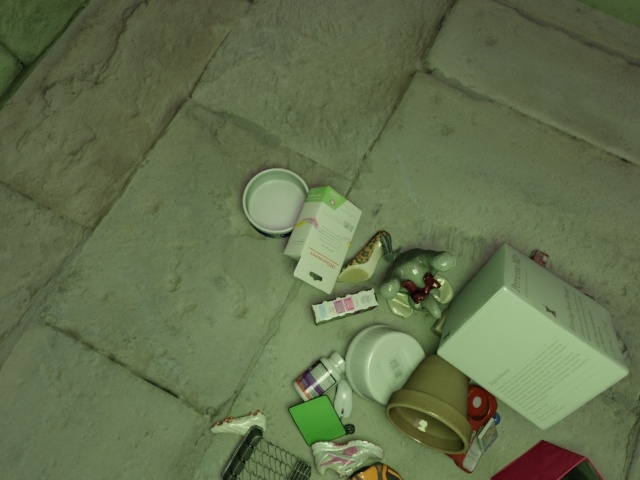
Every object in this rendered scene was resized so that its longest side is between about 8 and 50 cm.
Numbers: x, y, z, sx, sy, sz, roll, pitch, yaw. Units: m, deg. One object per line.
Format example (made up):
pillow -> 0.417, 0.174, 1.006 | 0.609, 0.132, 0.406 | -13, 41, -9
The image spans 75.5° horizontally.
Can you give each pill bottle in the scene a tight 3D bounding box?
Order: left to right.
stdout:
pill bottle -> 0.006, 0.491, 1.487 | 0.193, 0.108, 0.108 | -38, 80, -11

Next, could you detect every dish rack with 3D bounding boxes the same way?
dish rack -> -0.174, 0.793, 1.413 | 0.271, 0.074, 0.208 | 35, 79, -11

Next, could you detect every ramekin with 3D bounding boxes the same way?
ramekin -> 0.238, 0.440, 1.451 | 0.277, 0.135, 0.278 | 2, 84, -21

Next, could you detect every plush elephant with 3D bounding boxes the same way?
plush elephant -> 0.367, 0.175, 1.519 | 0.271, 0.330, 0.256 | -30, 101, 4

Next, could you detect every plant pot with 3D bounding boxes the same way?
plant pot -> 0.367, 0.499, 1.309 | 0.263, 0.263, 0.229 | 32, 54, 6

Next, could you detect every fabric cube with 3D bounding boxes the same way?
fabric cube -> 0.773, 0.858, 1.347 | 0.259, 0.258, 0.254 | -31, 80, -9

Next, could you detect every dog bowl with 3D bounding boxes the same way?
dog bowl -> -0.171, -0.145, 1.642 | 0.264, 0.104, 0.265 | 1, 76, -2

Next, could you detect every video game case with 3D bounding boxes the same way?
video game case -> 0.581, 0.680, 1.432 | 0.087, 0.122, 0.011 | -41, 37, -23

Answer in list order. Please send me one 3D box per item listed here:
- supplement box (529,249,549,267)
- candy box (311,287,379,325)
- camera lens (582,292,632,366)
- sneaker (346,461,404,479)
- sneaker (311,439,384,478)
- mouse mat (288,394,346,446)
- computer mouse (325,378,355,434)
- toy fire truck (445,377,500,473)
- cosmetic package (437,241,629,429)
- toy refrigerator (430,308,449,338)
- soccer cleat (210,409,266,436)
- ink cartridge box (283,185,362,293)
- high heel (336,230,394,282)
supplement box -> 0.865, 0.087, 1.653 | 0.054, 0.043, 0.083 | 28, 77, 5
candy box -> 0.085, 0.247, 1.525 | 0.233, 0.159, 0.071 | -16, 76, -6
camera lens -> 0.940, 0.346, 1.500 | 0.219, 0.219, 0.274 | -28, 79, -9
sneaker -> 0.138, 0.901, 1.395 | 0.180, 0.125, 0.321 | 37, 67, 11
sneaker -> 0.094, 0.753, 1.417 | 0.252, 0.103, 0.111 | -5, 54, 4
mouse mat -> -0.010, 0.631, 1.443 | 0.152, 0.007, 0.190 | -22, 106, 7
computer mouse -> 0.079, 0.603, 1.495 | 0.105, 0.042, 0.193 | 6, 76, 0
toy fire truck -> 0.515, 0.631, 1.461 | 0.254, 0.169, 0.302 | 39, 75, -19
cosmetic package -> 0.644, 0.290, 1.309 | 0.393, 0.327, 0.329 | 35, 33, 7
toy refrigerator -> 0.557, 0.379, 1.542 | 0.269, 0.094, 0.102 | 40, 78, 8
soccer cleat -> -0.288, 0.660, 1.457 | 0.196, 0.068, 0.076 | -11, 80, -8
ink cartridge box -> 0.000, 0.000, 1.556 | 0.207, 0.119, 0.354 | 33, 72, -36
high heel -> 0.169, 0.064, 1.636 | 0.261, 0.186, 0.093 | -28, 119, 19
